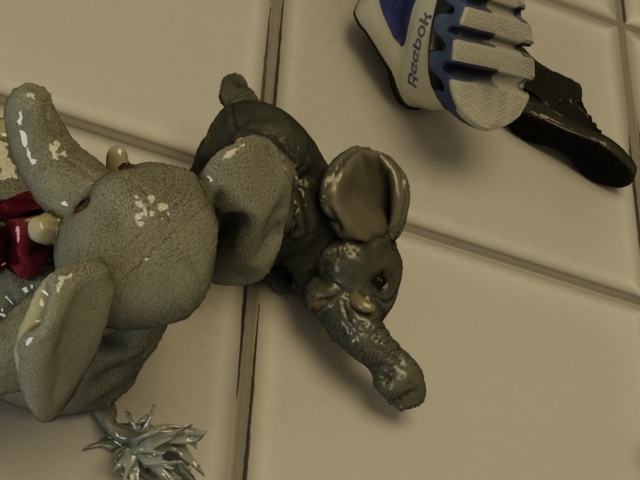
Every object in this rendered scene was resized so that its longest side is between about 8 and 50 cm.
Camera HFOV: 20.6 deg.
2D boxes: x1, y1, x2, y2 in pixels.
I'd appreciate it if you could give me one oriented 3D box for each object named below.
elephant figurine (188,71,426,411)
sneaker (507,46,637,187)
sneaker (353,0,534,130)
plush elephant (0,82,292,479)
[{"bbox_3d":[0.000,0.000,1.463,0.239,0.186,0.169,28,0,-20],"label":"elephant figurine"},{"bbox_3d":[0.248,-0.126,1.756,0.170,0.051,0.089,28,49,0],"label":"sneaker"},{"bbox_3d":[0.116,-0.261,1.685,0.127,0.182,0.315,14,83,-38],"label":"sneaker"},{"bbox_3d":[-0.176,0.010,1.257,0.330,0.255,0.272,43,45,9],"label":"plush elephant"}]
